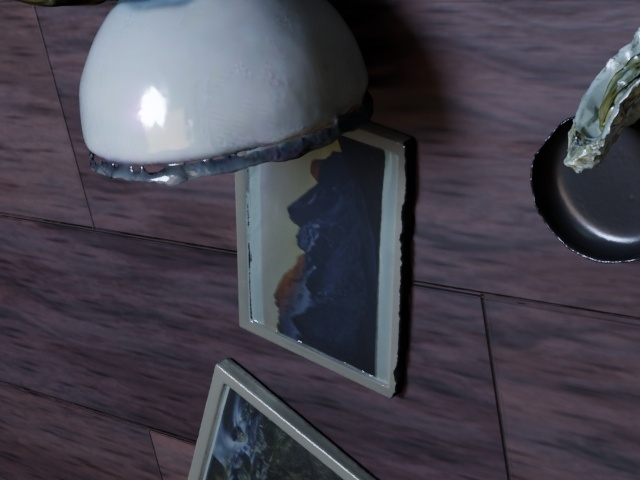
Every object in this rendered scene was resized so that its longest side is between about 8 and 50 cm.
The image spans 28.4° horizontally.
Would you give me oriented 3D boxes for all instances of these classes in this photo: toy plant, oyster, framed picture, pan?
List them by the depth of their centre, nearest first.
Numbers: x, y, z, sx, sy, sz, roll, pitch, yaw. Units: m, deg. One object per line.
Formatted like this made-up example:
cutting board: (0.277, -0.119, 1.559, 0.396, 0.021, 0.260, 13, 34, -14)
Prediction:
oyster: (0.208, -0.097, 0.831, 0.037, 0.098, 0.100, 34, 153, -8)
pan: (0.234, 0.001, 0.892, 0.212, 0.040, 0.115, 55, 138, 13)
toy plant: (-0.097, -0.232, 0.938, 0.247, 0.247, 0.332, 6, 115, 41)
framed picture: (-0.001, 0.000, 1.133, 0.192, 0.018, 0.265, 22, 127, 32)
framed picture: (-0.049, 0.301, 1.355, 0.240, 0.020, 0.324, 37, 134, 20)

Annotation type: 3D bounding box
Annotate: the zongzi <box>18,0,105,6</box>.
zongzi: (-0.309, -0.370, 1.123, 0.300, 0.138, 0.286, 29, 127, 36)
